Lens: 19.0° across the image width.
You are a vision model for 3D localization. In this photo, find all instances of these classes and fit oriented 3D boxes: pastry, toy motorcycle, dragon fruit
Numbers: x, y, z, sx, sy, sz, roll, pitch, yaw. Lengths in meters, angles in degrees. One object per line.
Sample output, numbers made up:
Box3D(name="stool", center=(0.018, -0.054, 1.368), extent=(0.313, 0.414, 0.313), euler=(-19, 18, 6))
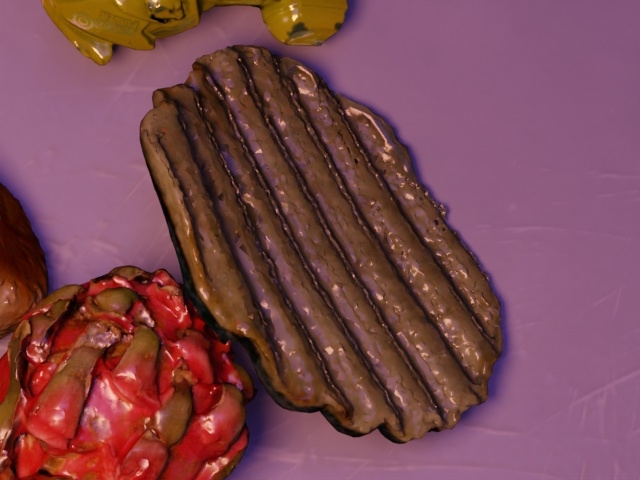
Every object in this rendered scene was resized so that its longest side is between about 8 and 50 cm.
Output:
Box3D(name="pastry", center=(-0.333, 0.000, 1.770), extent=(0.093, 0.182, 0.192), euler=(-32, 73, 16))
Box3D(name="toy motorcycle", center=(-0.131, -0.254, 1.872), extent=(0.342, 0.206, 0.142), euler=(-5, 82, -24))
Box3D(name="dragon fruit", center=(-0.195, 0.158, 1.713), extent=(0.231, 0.237, 0.303), euler=(52, 51, -1))

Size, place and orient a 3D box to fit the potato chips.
Box3D(name="potato chips", center=(0.000, 0.000, 1.799), extent=(0.358, 0.070, 0.429), euler=(-23, 81, -49))
